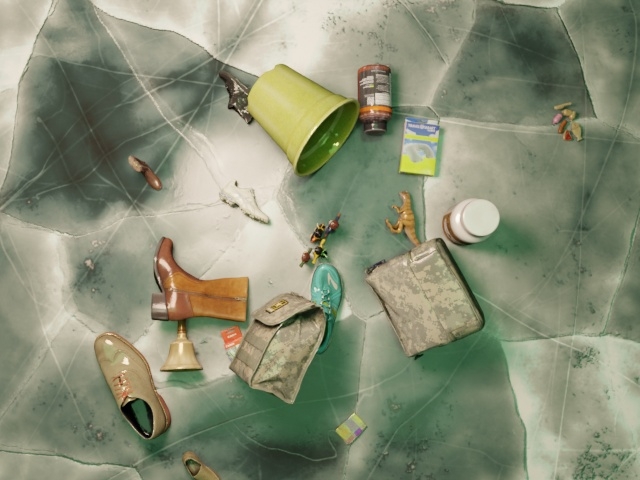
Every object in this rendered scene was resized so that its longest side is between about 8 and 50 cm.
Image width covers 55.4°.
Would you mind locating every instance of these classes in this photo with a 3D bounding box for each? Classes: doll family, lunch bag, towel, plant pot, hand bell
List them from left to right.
[{"bbox_3d":[-0.411,0.265,1.814,0.126,0.126,0.242,-2,74,-1],"label":"hand bell"},{"bbox_3d":[-0.116,0.280,1.728,0.168,0.235,0.287,29,81,-21],"label":"lunch bag"},{"bbox_3d":[-0.069,-0.371,1.786,0.254,0.276,0.276,41,86,13],"label":"plant pot"},{"bbox_3d":[0.000,0.000,1.820,0.076,0.111,0.193,20,86,0],"label":"doll family"},{"bbox_3d":[0.092,0.568,1.838,0.083,0.009,0.060,-44,88,-4],"label":"towel"},{"bbox_3d":[0.298,0.166,1.769,0.256,0.212,0.305,-29,84,14],"label":"lunch bag"}]

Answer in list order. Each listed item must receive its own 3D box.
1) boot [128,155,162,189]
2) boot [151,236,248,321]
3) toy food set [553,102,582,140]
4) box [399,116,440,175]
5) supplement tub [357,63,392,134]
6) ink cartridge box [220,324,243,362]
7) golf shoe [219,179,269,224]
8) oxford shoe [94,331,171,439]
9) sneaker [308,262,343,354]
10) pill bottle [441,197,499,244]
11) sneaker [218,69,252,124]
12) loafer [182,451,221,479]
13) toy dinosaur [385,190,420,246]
[{"bbox_3d":[-0.524,-0.201,1.820,0.037,0.114,0.106,-39,88,-3],"label":"boot"},{"bbox_3d":[-0.354,0.113,1.812,0.280,0.096,0.264,0,59,-11],"label":"boot"},{"bbox_3d":[0.768,-0.365,1.907,0.077,0.019,0.122,-15,95,-2],"label":"toy food set"},{"bbox_3d":[0.306,-0.292,1.880,0.108,0.042,0.178,7,87,-1],"label":"box"},{"bbox_3d":[0.165,-0.426,1.854,0.106,0.106,0.198,0,87,-1],"label":"supplement tub"},{"bbox_3d":[-0.255,0.320,1.836,0.062,0.029,0.115,-22,88,-3],"label":"ink cartridge box"},{"bbox_3d":[-0.218,-0.119,1.848,0.176,0.069,0.086,33,80,0],"label":"golf shoe"},{"bbox_3d":[-0.553,0.420,1.773,0.123,0.130,0.348,-35,88,-3],"label":"oxford shoe"},{"bbox_3d":[0.012,0.204,1.809,0.106,0.110,0.276,5,86,-1],"label":"sneaker"},{"bbox_3d":[0.438,-0.055,1.774,0.131,0.229,0.131,0,86,-1],"label":"pill bottle"},{"bbox_3d":[-0.263,-0.441,1.872,0.170,0.051,0.089,38,82,-2],"label":"sneaker"},{"bbox_3d":[-0.355,0.689,1.801,0.148,0.050,0.056,40,87,1],"label":"loafer"},{"bbox_3d":[0.263,-0.047,1.854,0.112,0.064,0.212,-14,87,-3],"label":"toy dinosaur"}]
